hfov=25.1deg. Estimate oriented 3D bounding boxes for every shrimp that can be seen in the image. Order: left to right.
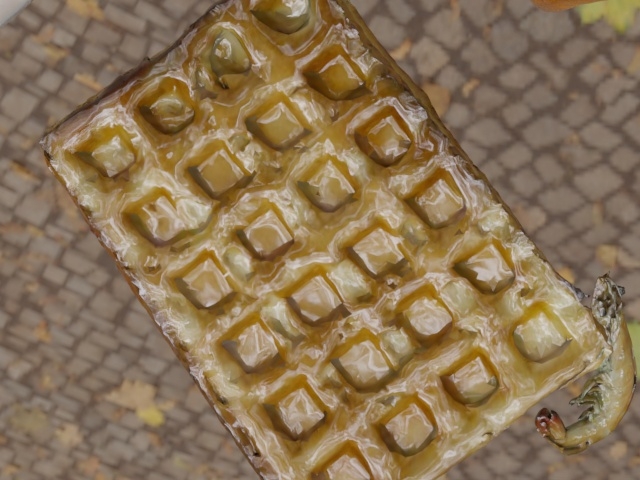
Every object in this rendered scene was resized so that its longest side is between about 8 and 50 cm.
[{"bbox_3d":[0.233,0.116,1.279,0.034,0.124,0.178,33,146,43],"label":"shrimp"}]

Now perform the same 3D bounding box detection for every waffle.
[{"bbox_3d":[0.000,0.000,0.853,0.213,0.091,0.308,-37,83,3],"label":"waffle"}]

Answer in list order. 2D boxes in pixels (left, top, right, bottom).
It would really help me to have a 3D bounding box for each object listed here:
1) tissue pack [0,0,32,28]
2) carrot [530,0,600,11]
[{"bbox_3d":[-0.153,-0.189,0.454,0.343,0.125,0.242,-37,134,16],"label":"tissue pack"},{"bbox_3d":[0.238,-0.244,1.357,0.066,0.271,0.062,36,95,-8],"label":"carrot"}]
